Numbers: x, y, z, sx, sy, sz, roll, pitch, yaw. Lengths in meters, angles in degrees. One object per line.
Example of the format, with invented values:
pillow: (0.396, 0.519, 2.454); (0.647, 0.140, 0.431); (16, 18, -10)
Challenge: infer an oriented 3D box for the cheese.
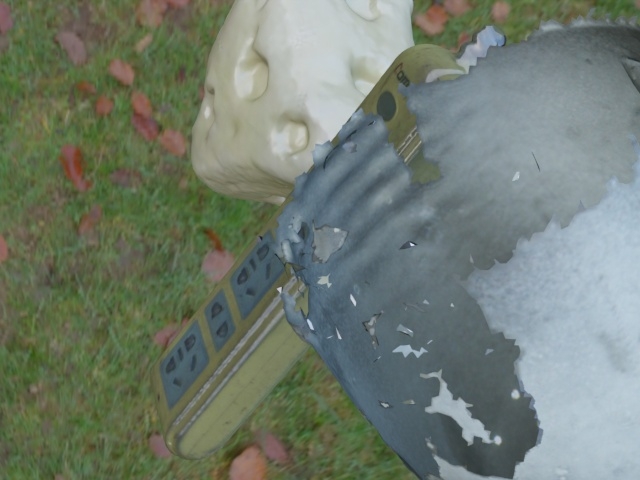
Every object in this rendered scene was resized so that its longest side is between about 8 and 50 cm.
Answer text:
cheese: (-0.010, -0.094, 1.085); (0.174, 0.248, 0.251); (2, 54, -32)

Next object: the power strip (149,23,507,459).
power strip: (0.000, 0.000, 0.866); (0.066, 0.092, 0.387); (29, 111, -31)

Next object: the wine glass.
wine glass: (0.126, 0.078, 0.543); (0.190, 0.190, 0.357); (-43, 120, -20)
